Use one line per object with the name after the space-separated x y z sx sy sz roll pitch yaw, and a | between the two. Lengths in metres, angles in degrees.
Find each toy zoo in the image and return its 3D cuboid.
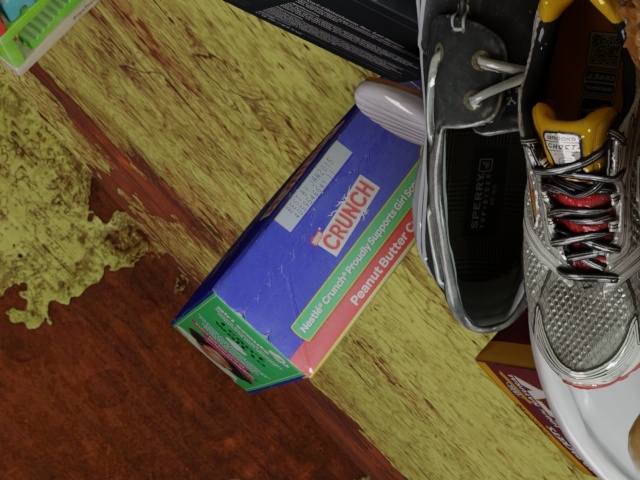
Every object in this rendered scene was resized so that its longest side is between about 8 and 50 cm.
-0.268 -0.300 1.480 0.030 0.192 0.293 37 166 23 | toy zoo

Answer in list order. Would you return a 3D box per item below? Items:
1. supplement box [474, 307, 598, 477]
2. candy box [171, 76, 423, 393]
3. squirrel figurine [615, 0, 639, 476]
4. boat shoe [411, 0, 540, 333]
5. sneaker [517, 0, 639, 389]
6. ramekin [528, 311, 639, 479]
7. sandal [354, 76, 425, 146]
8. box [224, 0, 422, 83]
0.248 0.064 1.129 0.129 0.194 0.191 46 166 -13 | supplement box
0.000 0.000 1.478 0.122 0.268 0.317 40 167 -2 | candy box
0.219 -0.013 0.624 0.370 0.281 0.397 -26 -84 -64 | squirrel figurine
0.119 -0.095 0.937 0.119 0.121 0.335 -106 13 -56 | boat shoe
0.134 -0.035 0.829 0.088 0.225 0.093 0 -178 29 | sneaker
0.255 0.044 0.934 0.273 0.273 0.127 41 178 6 | ramekin
0.130 -0.077 1.113 0.102 0.076 0.265 21 176 41 | sandal
-0.003 -0.201 1.044 0.261 0.103 0.184 23 176 -22 | box
